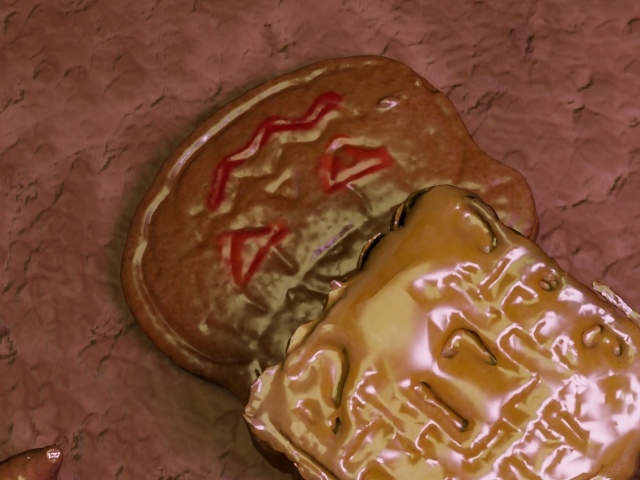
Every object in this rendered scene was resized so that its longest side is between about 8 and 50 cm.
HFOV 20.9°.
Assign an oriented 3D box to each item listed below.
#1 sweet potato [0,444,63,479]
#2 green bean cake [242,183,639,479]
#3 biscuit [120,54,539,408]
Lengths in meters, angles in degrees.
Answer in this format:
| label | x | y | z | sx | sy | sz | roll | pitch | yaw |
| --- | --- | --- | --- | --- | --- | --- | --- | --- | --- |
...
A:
| label | x | y | z | sx | sy | sz | roll | pitch | yaw |
| --- | --- | --- | --- | --- | --- | --- | --- | --- | --- |
| sweet potato | -0.255 | 0.292 | 1.161 | 0.106 | 0.095 | 0.355 | 16 | 84 | 64 |
| green bean cake | 0.088 | 0.102 | 1.100 | 0.229 | 0.131 | 0.224 | 41 | 83 | 7 |
| biscuit | 0.000 | -0.001 | 1.229 | 0.273 | 0.049 | 0.257 | -43 | 68 | -2 |
